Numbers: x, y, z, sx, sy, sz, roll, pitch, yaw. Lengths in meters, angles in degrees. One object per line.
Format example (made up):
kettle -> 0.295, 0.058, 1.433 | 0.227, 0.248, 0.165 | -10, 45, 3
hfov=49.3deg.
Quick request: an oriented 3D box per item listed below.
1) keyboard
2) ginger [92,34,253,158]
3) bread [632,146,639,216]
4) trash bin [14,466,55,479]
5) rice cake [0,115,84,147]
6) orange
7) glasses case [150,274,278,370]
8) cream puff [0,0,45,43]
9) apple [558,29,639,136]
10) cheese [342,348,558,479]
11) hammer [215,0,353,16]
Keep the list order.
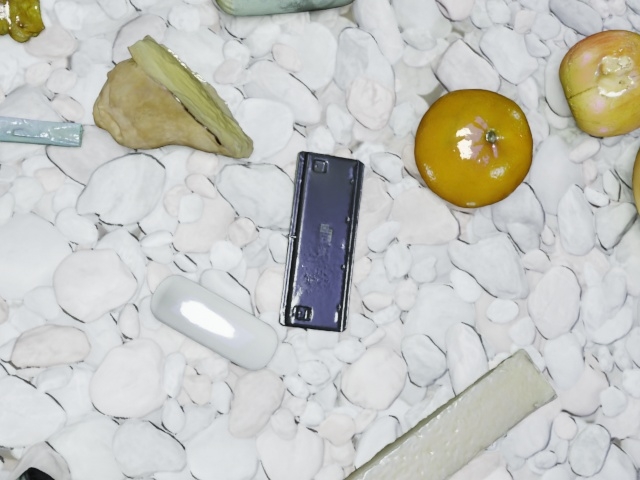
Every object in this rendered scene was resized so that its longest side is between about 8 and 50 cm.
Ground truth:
keyboard -> 0.000, 0.000, 0.894 | 0.094, 0.025, 0.230 | 9, 82, -11
ginger -> -0.180, -0.143, 0.852 | 0.193, 0.115, 0.122 | 41, 99, -11
bread -> 0.636, -0.074, 0.908 | 0.424, 0.245, 0.328 | -7, 85, -15
trash bin -> -0.320, 0.392, 0.673 | 0.262, 0.277, 0.217 | -41, 93, -20
rice cake -> -0.378, -0.133, 0.832 | 0.180, 0.042, 0.030 | 3, 85, -9
orange -> 0.198, -0.120, 0.895 | 0.156, 0.124, 0.156 | 2, 79, -10
glasses case -> -0.129, 0.100, 0.849 | 0.164, 0.041, 0.063 | 29, 77, -5
cream puff -> -0.375, -0.284, 0.842 | 0.083, 0.058, 0.083 | 20, 78, -10
apple -> 0.394, -0.212, 0.933 | 0.147, 0.146, 0.146 | 1, 83, -10
cheese -> 0.126, 0.278, 0.879 | 0.400, 0.034, 0.085 | -32, 90, -13
hammer -> -0.062, -0.440, 0.901 | 0.202, 0.113, 0.305 | -9, 80, -14
